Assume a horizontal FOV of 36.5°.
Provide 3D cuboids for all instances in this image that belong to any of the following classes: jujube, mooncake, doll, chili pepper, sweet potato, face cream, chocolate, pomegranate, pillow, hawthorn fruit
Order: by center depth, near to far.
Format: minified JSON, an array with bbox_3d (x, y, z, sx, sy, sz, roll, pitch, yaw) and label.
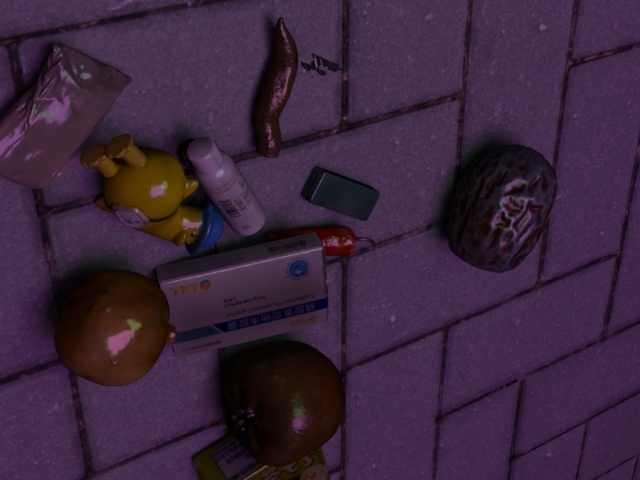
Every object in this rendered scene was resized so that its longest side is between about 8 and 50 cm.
[{"bbox_3d":[-0.461,-0.212,1.666,0.270,0.067,0.173,-53,140,2],"label":"pillow"},{"bbox_3d":[-0.313,-0.078,1.832,0.199,0.145,0.363,-13,147,18],"label":"doll"},{"bbox_3d":[-0.394,0.162,1.848,0.233,0.233,0.233,-19,126,-28],"label":"pomegranate"},{"bbox_3d":[-0.123,-0.252,1.865,0.347,0.057,0.150,-44,142,22],"label":"mooncake"},{"bbox_3d":[-0.186,-0.106,1.895,0.082,0.082,0.269,-43,147,-8],"label":"face cream"},{"bbox_3d":[-0.086,-0.301,1.905,0.067,0.059,0.281,2,115,-25],"label":"sweet potato"},{"bbox_3d":[0.000,0.000,2.152,0.272,0.063,0.071,1,118,-25],"label":"chili pepper"},{"bbox_3d":[-0.065,0.358,2.197,0.300,0.267,0.268,-13,124,-36],"label":"hawthorn fruit"},{"bbox_3d":[0.445,-0.083,2.339,0.246,0.215,0.308,1,114,-39],"label":"jujube"},{"bbox_3d":[-0.123,0.576,2.359,0.301,0.137,0.289,-30,131,-20],"label":"chocolate"}]

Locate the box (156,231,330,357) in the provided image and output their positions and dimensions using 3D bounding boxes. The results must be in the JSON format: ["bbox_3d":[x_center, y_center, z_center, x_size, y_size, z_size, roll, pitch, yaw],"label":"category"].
[{"bbox_3d":[-0.156,0.114,2.034,0.343,0.065,0.200,-13,123,-11],"label":"box"}]

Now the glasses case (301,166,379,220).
[{"bbox_3d":[0.046,-0.101,2.142,0.184,0.039,0.078,17,104,-42],"label":"glasses case"}]
